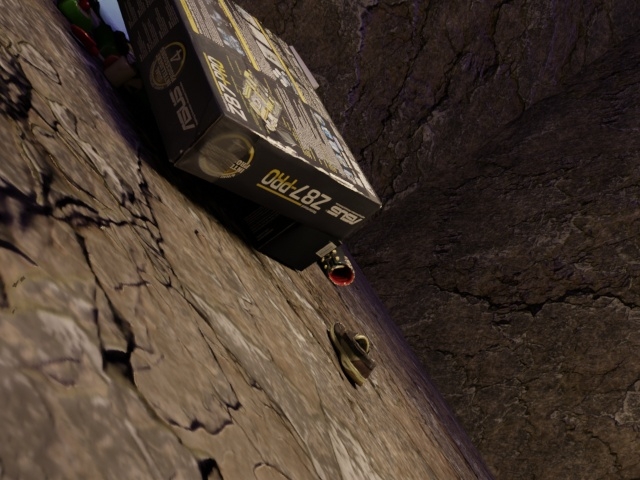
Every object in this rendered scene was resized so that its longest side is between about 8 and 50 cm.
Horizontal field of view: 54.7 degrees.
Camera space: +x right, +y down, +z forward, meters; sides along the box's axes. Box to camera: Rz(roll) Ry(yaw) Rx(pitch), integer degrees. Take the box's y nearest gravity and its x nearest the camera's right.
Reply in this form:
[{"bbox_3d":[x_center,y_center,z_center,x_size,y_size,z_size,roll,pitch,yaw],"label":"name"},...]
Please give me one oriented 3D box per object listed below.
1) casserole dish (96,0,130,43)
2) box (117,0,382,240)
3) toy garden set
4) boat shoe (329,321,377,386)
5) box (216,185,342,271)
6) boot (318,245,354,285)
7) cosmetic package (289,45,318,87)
[{"bbox_3d":[-0.298,-0.400,1.037,0.037,0.188,0.114,-12,-60,49],"label":"casserole dish"},{"bbox_3d":[-0.103,-0.209,0.856,0.318,0.097,0.395,25,32,-51],"label":"box"},{"bbox_3d":[-0.237,-0.221,0.817,0.244,0.049,0.204,51,4,-39],"label":"toy garden set"},{"bbox_3d":[0.053,0.167,0.950,0.056,0.049,0.152,52,4,-25],"label":"boat shoe"},{"bbox_3d":[-0.074,-0.062,1.031,0.184,0.103,0.261,58,5,16],"label":"box"},{"bbox_3d":[0.002,0.000,1.596,0.236,0.085,0.179,52,7,-43],"label":"boot"},{"bbox_3d":[-0.158,-0.416,1.713,0.156,0.217,0.385,54,20,-6],"label":"cosmetic package"}]
